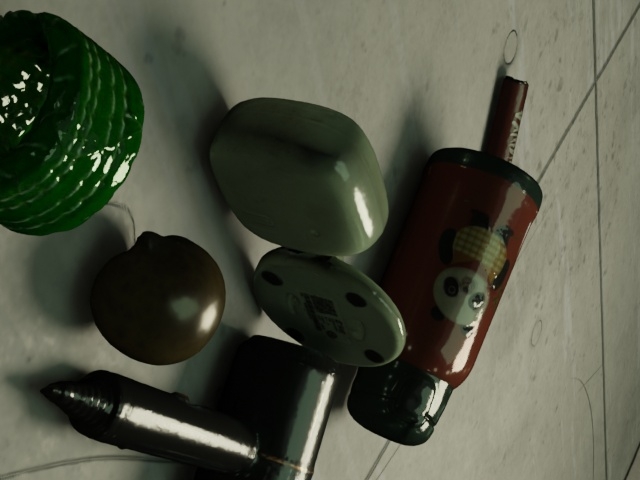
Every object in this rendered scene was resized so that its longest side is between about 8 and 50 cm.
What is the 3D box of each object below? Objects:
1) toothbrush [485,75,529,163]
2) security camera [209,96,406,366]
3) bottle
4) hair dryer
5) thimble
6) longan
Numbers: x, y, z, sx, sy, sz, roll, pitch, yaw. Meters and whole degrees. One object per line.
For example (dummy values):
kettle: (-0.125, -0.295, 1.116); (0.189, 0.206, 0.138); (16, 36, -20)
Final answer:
toothbrush: (0.221, -0.037, 1.611); (0.041, 0.041, 0.364); (-3, 107, -62)
security camera: (0.000, 0.000, 1.084); (0.080, 0.157, 0.301); (-58, 146, -34)
bottle: (0.135, 0.070, 1.391); (0.336, 0.144, 0.144); (-67, 152, -12)
hair dryer: (-0.108, 0.145, 1.028); (0.352, 0.107, 0.189); (35, 69, -56)
thimble: (-0.176, -0.074, 0.755); (0.090, 0.118, 0.130); (38, 43, -57)
longan: (-0.125, 0.043, 0.937); (0.113, 0.092, 0.113); (-15, 115, -35)
